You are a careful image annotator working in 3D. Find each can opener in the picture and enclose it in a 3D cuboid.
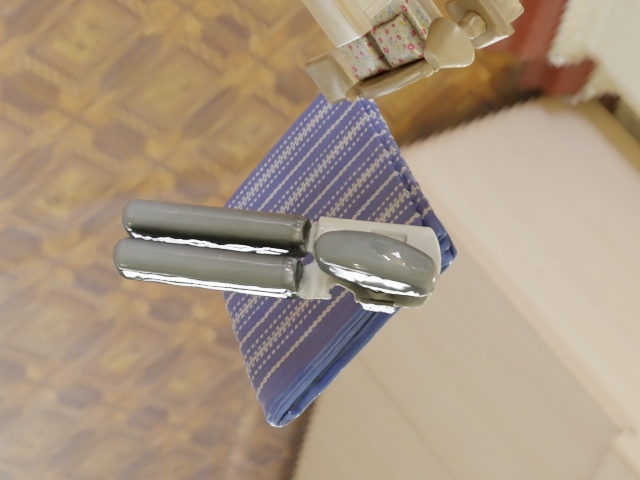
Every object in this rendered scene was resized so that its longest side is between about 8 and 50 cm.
[{"bbox_3d":[-0.036,0.004,1.465,0.280,0.074,0.093,5,154,14],"label":"can opener"}]

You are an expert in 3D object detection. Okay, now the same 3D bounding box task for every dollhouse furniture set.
[{"bbox_3d":[-0.033,-0.227,1.382,0.174,0.303,0.355,-41,-168,-25],"label":"dollhouse furniture set"}]

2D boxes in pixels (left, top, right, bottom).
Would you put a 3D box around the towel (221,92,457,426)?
[{"bbox_3d":[0.000,0.000,1.683,0.040,0.336,0.243,33,109,-30],"label":"towel"}]
